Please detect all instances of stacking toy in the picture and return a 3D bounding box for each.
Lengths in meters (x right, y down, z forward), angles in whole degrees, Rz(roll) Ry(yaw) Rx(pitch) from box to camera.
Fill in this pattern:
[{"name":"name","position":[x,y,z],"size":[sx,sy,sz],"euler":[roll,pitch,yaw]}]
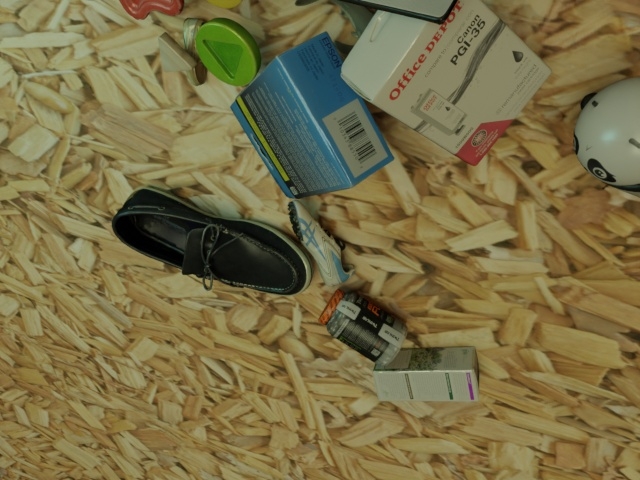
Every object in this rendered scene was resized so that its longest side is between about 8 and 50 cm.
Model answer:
[{"name":"stacking toy","position":[-0.216,-0.452,0.962],"size":[0.309,0.130,0.279],"euler":[15,145,23]}]

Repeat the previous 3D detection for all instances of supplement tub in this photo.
[{"name":"supplement tub","position":[0.098,0.200,1.209],"size":[0.191,0.117,0.117],"euler":[32,120,0]}]

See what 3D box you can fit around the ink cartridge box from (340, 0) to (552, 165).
[{"name":"ink cartridge box","position":[0.206,-0.272,0.837],"size":[0.283,0.117,0.207],"euler":[18,117,-39]}]

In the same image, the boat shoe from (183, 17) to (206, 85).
[{"name":"boat shoe","position":[-0.255,-0.391,1.073],"size":[0.045,0.050,0.135],"euler":[8,117,20]}]

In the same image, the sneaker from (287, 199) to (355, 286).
[{"name":"sneaker","position":[0.000,0.000,1.161],"size":[0.086,0.085,0.237],"euler":[-33,117,-4]}]

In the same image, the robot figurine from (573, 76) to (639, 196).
[{"name":"robot figurine","position":[0.531,-0.152,0.823],"size":[0.209,0.278,0.173],"euler":[8,89,55]}]

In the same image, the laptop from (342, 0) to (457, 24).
[{"name":"laptop","position":[0.075,-0.562,0.673],"size":[0.382,0.236,0.407],"euler":[34,96,38]}]

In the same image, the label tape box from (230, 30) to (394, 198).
[{"name":"label tape box","position":[-0.035,-0.218,1.011],"size":[0.249,0.115,0.348],"euler":[59,162,-12]}]

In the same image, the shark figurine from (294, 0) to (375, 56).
[{"name":"shark figurine","position":[0.086,-0.397,0.923],"size":[0.278,0.166,0.116],"euler":[62,146,14]}]

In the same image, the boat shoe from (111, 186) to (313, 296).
[{"name":"boat shoe","position":[-0.261,0.021,1.219],"size":[0.501,0.156,0.186],"euler":[22,118,5]}]

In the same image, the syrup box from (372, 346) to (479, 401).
[{"name":"syrup box","position":[0.254,0.320,1.229],"size":[0.237,0.093,0.096],"euler":[-6,113,20]}]
